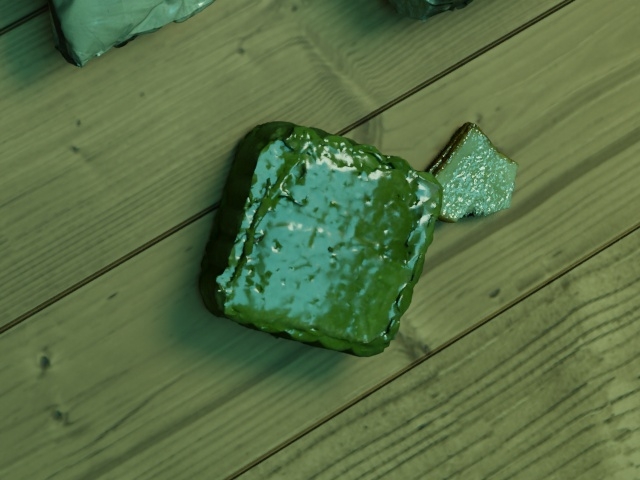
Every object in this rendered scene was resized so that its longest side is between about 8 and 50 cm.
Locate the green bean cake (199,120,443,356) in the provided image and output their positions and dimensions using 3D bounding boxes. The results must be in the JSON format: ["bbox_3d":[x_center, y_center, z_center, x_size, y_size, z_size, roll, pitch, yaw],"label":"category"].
[{"bbox_3d":[0.000,0.000,1.695,0.200,0.113,0.214,17,90,-16],"label":"green bean cake"}]

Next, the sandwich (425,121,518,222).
[{"bbox_3d":[0.152,-0.057,1.774,0.093,0.036,0.105,43,83,-16],"label":"sandwich"}]

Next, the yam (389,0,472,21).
[{"bbox_3d":[0.198,-0.374,1.665,0.348,0.241,0.241,-31,102,-9],"label":"yam"}]

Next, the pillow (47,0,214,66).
[{"bbox_3d":[-0.166,-0.354,1.607,0.283,0.138,0.310,-25,101,-20],"label":"pillow"}]
